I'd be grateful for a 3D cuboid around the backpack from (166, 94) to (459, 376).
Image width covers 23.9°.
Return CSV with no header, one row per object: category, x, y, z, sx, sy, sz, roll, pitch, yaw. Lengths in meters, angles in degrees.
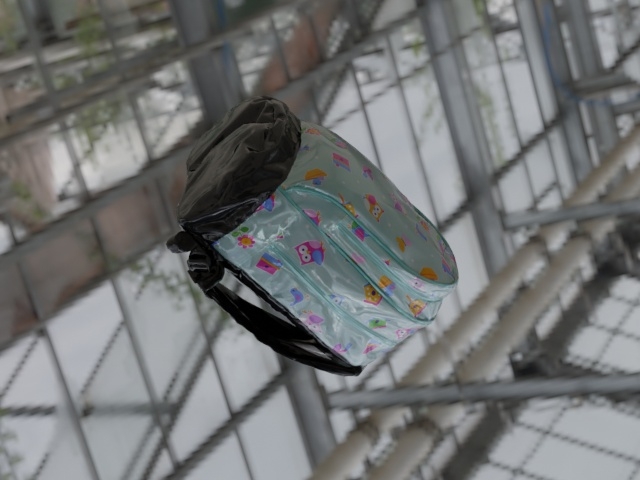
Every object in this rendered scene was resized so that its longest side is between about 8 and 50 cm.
backpack,0.000,0.000,0.979,0.115,0.182,0.152,-38,-159,26
